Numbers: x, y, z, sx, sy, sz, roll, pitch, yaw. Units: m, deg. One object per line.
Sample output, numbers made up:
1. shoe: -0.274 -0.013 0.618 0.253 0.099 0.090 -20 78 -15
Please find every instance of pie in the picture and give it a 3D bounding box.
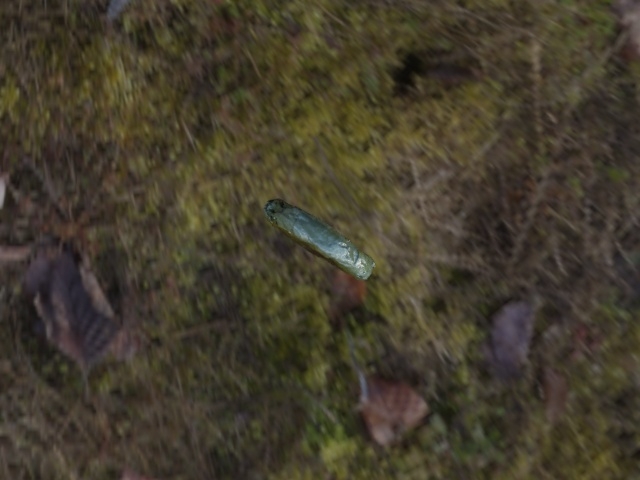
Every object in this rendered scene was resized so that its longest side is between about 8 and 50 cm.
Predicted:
1. pie: 0.000 0.000 1.156 0.084 0.084 0.020 34 88 -16
